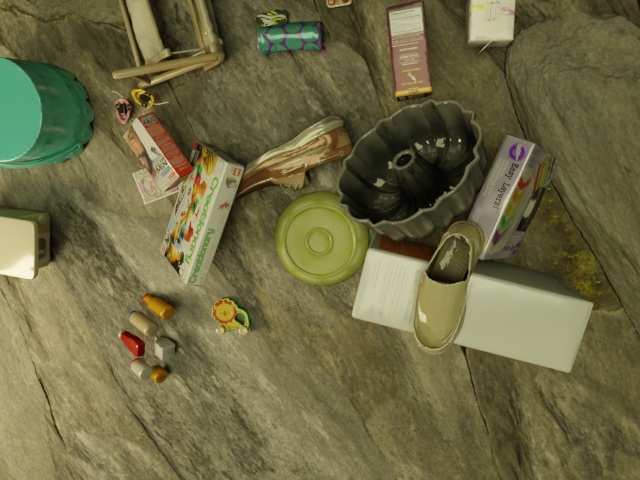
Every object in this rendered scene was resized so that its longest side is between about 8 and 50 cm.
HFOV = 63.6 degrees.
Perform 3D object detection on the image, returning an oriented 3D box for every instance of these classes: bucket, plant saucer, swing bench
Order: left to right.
[{"bbox_3d":[-0.731,-0.313,1.263,0.282,0.183,0.280,2,101,9],"label":"bucket"},{"bbox_3d":[-0.360,-0.513,1.181,0.255,0.165,0.253,-13,97,6],"label":"swing bench"},{"bbox_3d":[0.000,0.000,1.275,0.241,0.037,0.240,2,100,8],"label":"plant saucer"}]

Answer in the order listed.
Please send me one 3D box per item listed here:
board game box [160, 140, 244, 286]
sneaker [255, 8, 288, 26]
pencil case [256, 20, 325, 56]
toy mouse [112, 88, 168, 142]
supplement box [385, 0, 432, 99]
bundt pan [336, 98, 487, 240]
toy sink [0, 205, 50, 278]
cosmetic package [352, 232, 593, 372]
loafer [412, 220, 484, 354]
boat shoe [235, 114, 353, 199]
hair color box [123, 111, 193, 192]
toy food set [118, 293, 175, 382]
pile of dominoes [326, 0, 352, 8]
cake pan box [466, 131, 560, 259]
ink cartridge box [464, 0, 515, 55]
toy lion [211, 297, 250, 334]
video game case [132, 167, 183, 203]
[{"bbox_3d":[-0.291,-0.068,1.244,0.193,0.053,0.305,35,109,48],"label":"board game box"},{"bbox_3d":[-0.111,-0.520,1.206,0.083,0.031,0.035,11,60,22],"label":"sneaker"},{"bbox_3d":[-0.067,-0.463,1.188,0.152,0.064,0.070,-2,138,9],"label":"pencil case"},{"bbox_3d":[-0.460,-0.312,1.295,0.161,0.031,0.143,26,112,8],"label":"toy mouse"},{"bbox_3d":[0.195,-0.411,1.134,0.081,0.104,0.188,-6,99,11],"label":"supplement box"},{"bbox_3d":[0.205,-0.136,1.098,0.331,0.330,0.124,-36,131,13],"label":"bundt pan"},{"bbox_3d":[-0.804,0.000,1.360,0.235,0.131,0.152,7,101,13],"label":"toy sink"},{"bbox_3d":[0.315,0.123,1.147,0.454,0.230,0.161,14,101,6],"label":"cosmetic package"},{"bbox_3d":[0.232,0.090,0.981,0.102,0.092,0.268,17,97,28],"label":"loafer"},{"bbox_3d":[-0.070,-0.171,1.215,0.325,0.123,0.116,-28,97,15],"label":"boat shoe"},{"bbox_3d":[-0.392,-0.211,1.245,0.093,0.053,0.167,-30,96,45],"label":"hair color box"},{"bbox_3d":[-0.463,0.265,1.371,0.105,0.111,0.232,25,117,36],"label":"toy food set"},{"bbox_3d":[0.043,-0.659,1.147,0.196,0.040,0.251,-31,93,13],"label":"pile of dominoes"},{"bbox_3d":[0.401,-0.081,1.090,0.070,0.267,0.245,31,105,30],"label":"cake pan box"},{"bbox_3d":[0.360,-0.473,1.102,0.090,0.092,0.143,1,102,9],"label":"ink cartridge box"},{"bbox_3d":[-0.235,0.198,1.355,0.100,0.034,0.095,0,92,9],"label":"toy lion"},{"bbox_3d":[-0.414,-0.154,1.328,0.122,0.011,0.087,-19,96,12],"label":"video game case"}]
